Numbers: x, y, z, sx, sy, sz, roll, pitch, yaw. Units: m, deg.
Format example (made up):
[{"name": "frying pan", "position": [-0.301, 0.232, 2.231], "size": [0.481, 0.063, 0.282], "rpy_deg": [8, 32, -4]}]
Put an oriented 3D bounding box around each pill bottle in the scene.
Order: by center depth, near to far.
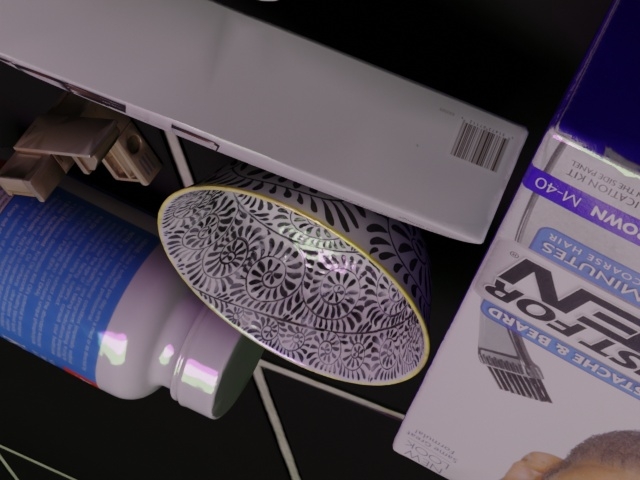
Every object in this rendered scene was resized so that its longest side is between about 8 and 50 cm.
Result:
[{"name": "pill bottle", "position": [-0.148, 0.033, 0.868], "size": [0.221, 0.124, 0.124], "rpy_deg": [26, 151, 12]}]

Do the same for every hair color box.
[{"name": "hair color box", "position": [0.162, 0.045, 0.610], "size": [0.185, 0.110, 0.339], "rpy_deg": [27, 152, 7]}]

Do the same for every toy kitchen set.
[{"name": "toy kitchen set", "position": [-0.136, -0.043, 0.781], "size": [0.068, 0.083, 0.075], "rpy_deg": [7, 143, 38]}]

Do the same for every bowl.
[{"name": "bowl", "position": [0.000, 0.000, 0.721], "size": [0.170, 0.080, 0.170], "rpy_deg": [23, 149, 15]}]

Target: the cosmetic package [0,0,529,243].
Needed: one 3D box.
[{"name": "cosmetic package", "position": [-0.034, -0.068, 0.583], "size": [0.239, 0.060, 0.099], "rpy_deg": [21, -176, -6]}]
